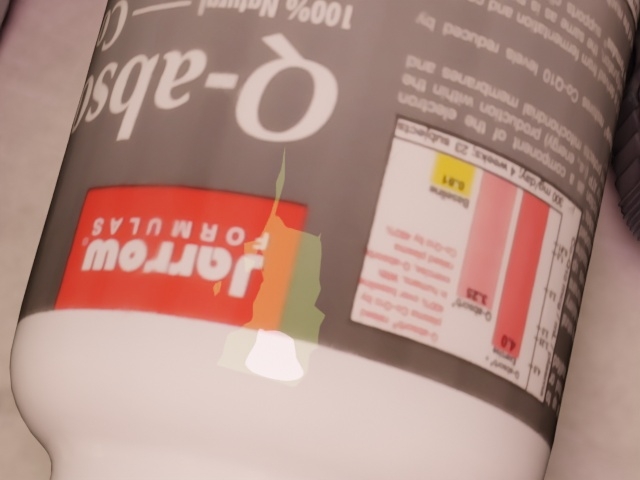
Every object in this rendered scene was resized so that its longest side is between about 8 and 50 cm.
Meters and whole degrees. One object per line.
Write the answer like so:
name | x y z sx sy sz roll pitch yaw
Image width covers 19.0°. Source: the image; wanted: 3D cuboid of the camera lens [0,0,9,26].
camera lens | -0.294 -0.152 0.826 0.274 0.219 0.219 24 77 14

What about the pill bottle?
pill bottle | 0.000 0.000 0.743 0.210 0.210 0.363 10 73 11

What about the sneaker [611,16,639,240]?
sneaker | 0.203 -0.137 0.832 0.131 0.112 0.319 10 71 -12
